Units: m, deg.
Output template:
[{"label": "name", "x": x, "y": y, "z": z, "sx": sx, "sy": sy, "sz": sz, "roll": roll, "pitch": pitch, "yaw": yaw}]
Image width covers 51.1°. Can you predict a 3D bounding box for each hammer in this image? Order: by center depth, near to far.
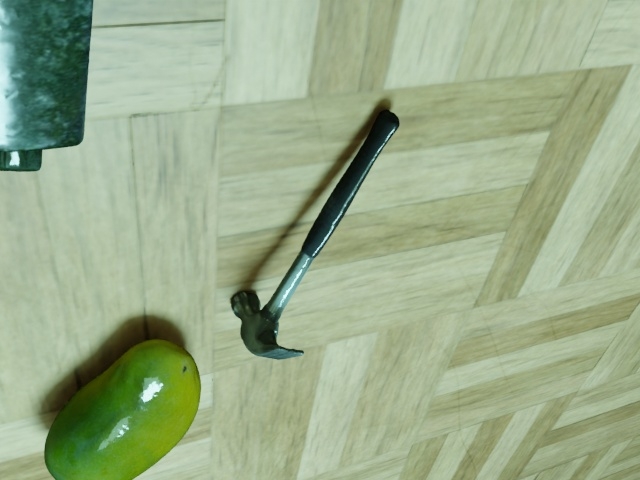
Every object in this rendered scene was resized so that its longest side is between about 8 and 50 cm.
[{"label": "hammer", "x": 0.000, "y": 0.000, "z": 0.575, "sx": 0.029, "sy": 0.103, "sz": 0.246, "roll": 18, "pitch": 114, "yaw": -35}]

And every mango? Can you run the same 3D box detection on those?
[{"label": "mango", "x": -0.182, "y": 0.173, "z": 0.646, "sx": 0.191, "sy": 0.086, "sz": 0.122, "roll": -40, "pitch": 136, "yaw": 15}]

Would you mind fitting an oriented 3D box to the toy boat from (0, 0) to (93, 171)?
[{"label": "toy boat", "x": -0.166, "y": -0.175, "z": 0.290, "sx": 0.141, "sy": 0.092, "sz": 0.320, "roll": -1, "pitch": 126, "yaw": -28}]
